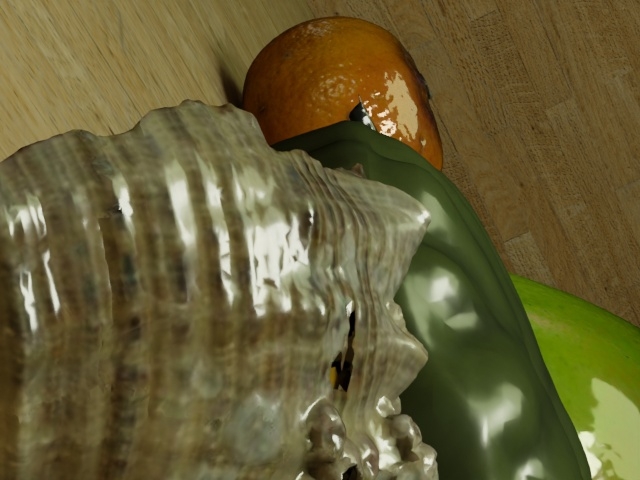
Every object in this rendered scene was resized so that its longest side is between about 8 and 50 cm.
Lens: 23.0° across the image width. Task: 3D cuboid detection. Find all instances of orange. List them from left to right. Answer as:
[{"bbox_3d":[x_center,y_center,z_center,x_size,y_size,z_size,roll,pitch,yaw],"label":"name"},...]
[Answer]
[{"bbox_3d":[0.027,-0.101,1.466,0.224,0.170,0.224,61,10,-18],"label":"orange"}]

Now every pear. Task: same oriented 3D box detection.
[{"bbox_3d":[0.214,0.212,1.272,0.399,0.165,0.398,-6,90,-88],"label":"pear"}]

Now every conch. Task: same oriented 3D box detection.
[{"bbox_3d":[-0.053,0.046,0.456,0.163,0.178,0.245,23,0,35],"label":"conch"}]

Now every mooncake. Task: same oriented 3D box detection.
[{"bbox_3d":[0.035,0.109,0.787,0.351,0.187,0.351,60,10,-18],"label":"mooncake"}]

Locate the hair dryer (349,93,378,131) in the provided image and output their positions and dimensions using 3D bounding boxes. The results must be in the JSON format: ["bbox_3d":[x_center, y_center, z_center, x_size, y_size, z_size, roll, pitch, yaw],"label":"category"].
[{"bbox_3d":[0.045,0.000,1.230,0.235,0.091,0.271,-100,-170,-56],"label":"hair dryer"}]

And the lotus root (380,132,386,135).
[{"bbox_3d":[-0.001,-0.001,1.128,0.070,0.143,0.144,-79,161,-68],"label":"lotus root"}]
